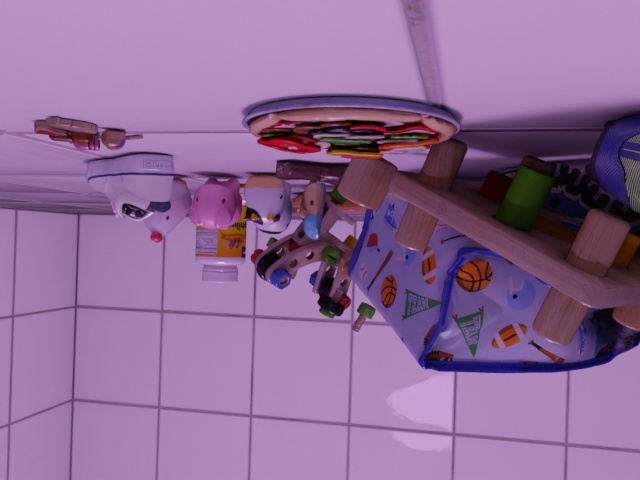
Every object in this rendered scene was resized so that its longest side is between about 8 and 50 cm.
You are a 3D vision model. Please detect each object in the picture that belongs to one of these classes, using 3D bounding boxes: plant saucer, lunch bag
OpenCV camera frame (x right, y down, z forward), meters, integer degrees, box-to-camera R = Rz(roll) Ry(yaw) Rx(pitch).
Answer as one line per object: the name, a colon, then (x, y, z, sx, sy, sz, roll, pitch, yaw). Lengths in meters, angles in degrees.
plant saucer: (0.027, -0.092, 1.585, 0.200, 0.037, 0.200, 2, -179, 0)
lunch bag: (0.291, 0.049, 1.078, 0.386, 0.238, 0.328, 9, -159, -21)

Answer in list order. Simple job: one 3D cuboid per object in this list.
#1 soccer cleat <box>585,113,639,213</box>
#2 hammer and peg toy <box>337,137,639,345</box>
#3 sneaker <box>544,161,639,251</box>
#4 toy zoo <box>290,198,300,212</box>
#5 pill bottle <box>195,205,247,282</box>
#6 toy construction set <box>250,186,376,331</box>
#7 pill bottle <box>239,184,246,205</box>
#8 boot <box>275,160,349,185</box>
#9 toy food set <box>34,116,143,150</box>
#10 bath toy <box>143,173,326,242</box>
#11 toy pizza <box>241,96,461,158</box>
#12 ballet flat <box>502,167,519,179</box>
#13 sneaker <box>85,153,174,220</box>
soccer cleat: (0.367, -0.037, 0.577, 0.289, 0.093, 0.121, 13, -167, -24)
hammer and peg toy: (0.208, -0.032, 0.737, 0.266, 0.127, 0.361, 3, -155, -44)
sneaker: (0.410, 0.002, 0.821, 0.147, 0.129, 0.330, 16, -163, -43)
toy zoo: (-0.075, -0.097, 1.833, 0.294, 0.030, 0.192, 2, 180, -3)
pill bottle: (-0.233, -0.011, 1.546, 0.117, 0.214, 0.117, 2, 180, 0)
toy construction set: (0.000, 0.000, 1.431, 0.258, 0.237, 0.309, 28, -175, -20)
pill bottle: (-0.158, -0.095, 1.375, 0.083, 0.043, 0.043, 2, 180, -2)
boot: (-0.002, -0.098, 0.946, 0.114, 0.037, 0.106, 7, 175, -25)
toy food set: (-0.258, -0.112, 0.717, 0.078, 0.019, 0.122, 2, 180, 33)
bath toy: (-0.168, -0.055, 1.186, 0.349, 0.128, 0.151, 1, 146, 10)
toy pizza: (0.028, -0.097, 0.614, 0.202, 0.032, 0.201, 2, 180, 0)
ballet flat: (0.351, -0.068, 0.992, 0.206, 0.067, 0.073, 2, 179, -32)
sneaker: (-0.298, -0.076, 1.004, 0.094, 0.091, 0.258, 2, 180, -32)
